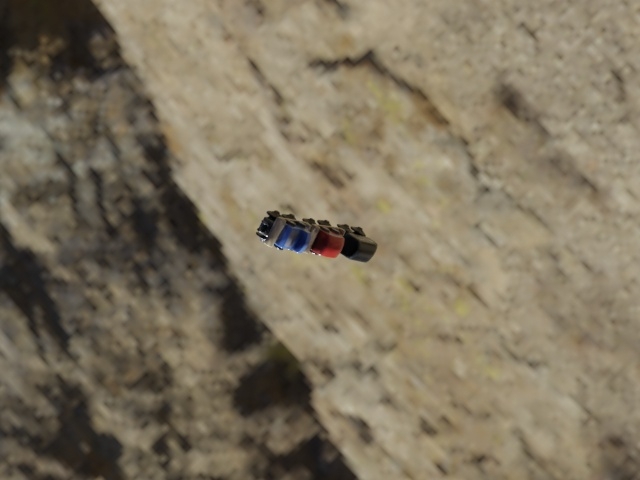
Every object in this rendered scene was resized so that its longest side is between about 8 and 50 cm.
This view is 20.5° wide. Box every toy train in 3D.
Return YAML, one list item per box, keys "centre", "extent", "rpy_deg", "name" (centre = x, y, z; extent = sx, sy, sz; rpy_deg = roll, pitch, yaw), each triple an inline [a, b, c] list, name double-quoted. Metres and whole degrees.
- centre: [0.000, 0.000, 1.374]
  extent: [0.036, 0.027, 0.158]
  rpy_deg: [34, -168, 28]
  name: "toy train"
